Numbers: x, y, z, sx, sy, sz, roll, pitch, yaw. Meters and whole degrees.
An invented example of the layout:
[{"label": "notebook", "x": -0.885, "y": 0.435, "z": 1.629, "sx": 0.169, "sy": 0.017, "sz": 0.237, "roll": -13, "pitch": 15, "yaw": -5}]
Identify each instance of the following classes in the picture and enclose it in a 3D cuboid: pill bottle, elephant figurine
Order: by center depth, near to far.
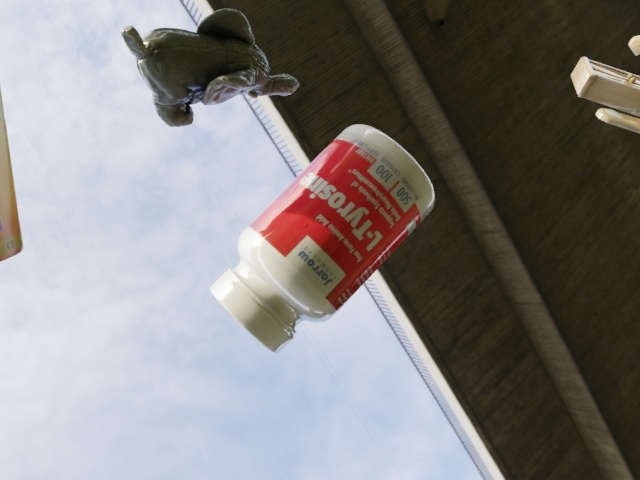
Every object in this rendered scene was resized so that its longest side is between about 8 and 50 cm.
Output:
[{"label": "elephant figurine", "x": -0.161, "y": -0.290, "z": 0.791, "sx": 0.240, "sy": 0.186, "sz": 0.169, "roll": -9, "pitch": -58, "yaw": 0}, {"label": "pill bottle", "x": 0.000, "y": 0.000, "z": 0.896, "sx": 0.407, "sy": 0.229, "sz": 0.229, "roll": -47, "pitch": -72, "yaw": -8}]

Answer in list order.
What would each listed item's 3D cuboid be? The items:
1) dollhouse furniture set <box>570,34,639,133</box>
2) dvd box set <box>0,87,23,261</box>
[{"label": "dollhouse furniture set", "x": 0.612, "y": -0.393, "z": 0.817, "sx": 0.174, "sy": 0.355, "sz": 0.303, "roll": 20, "pitch": -140, "yaw": 4}, {"label": "dvd box set", "x": -0.301, "y": -0.137, "z": 0.208, "sx": 0.062, "sy": 0.307, "sz": 0.420, "roll": 13, "pitch": -66, "yaw": 14}]
